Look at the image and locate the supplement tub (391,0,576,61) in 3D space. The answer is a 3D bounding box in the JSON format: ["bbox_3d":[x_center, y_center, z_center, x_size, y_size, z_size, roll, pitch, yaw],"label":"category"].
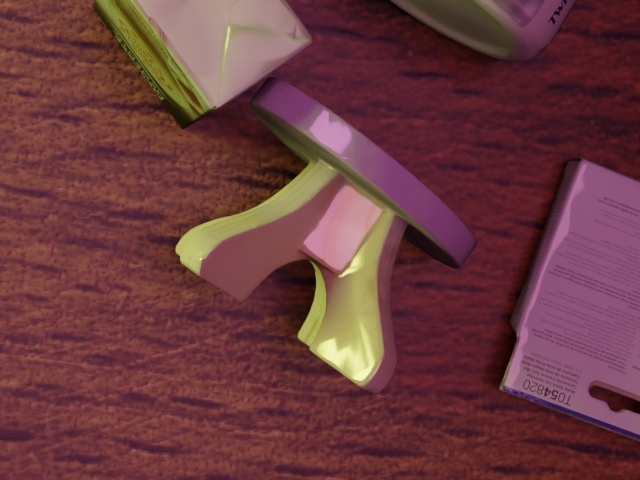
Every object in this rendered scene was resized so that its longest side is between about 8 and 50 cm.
[{"bbox_3d":[0.183,-0.330,1.415,0.193,0.193,0.316,33,85,-9],"label":"supplement tub"}]

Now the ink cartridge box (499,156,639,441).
[{"bbox_3d":[0.292,0.066,1.507,0.223,0.045,0.224,21,87,-9],"label":"ink cartridge box"}]

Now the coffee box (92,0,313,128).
[{"bbox_3d":[-0.102,-0.177,1.333,0.098,0.246,0.141,-36,95,-7],"label":"coffee box"}]

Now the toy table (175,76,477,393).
[{"bbox_3d":[0.000,0.000,1.367,0.274,0.252,0.161,37,87,-40],"label":"toy table"}]
